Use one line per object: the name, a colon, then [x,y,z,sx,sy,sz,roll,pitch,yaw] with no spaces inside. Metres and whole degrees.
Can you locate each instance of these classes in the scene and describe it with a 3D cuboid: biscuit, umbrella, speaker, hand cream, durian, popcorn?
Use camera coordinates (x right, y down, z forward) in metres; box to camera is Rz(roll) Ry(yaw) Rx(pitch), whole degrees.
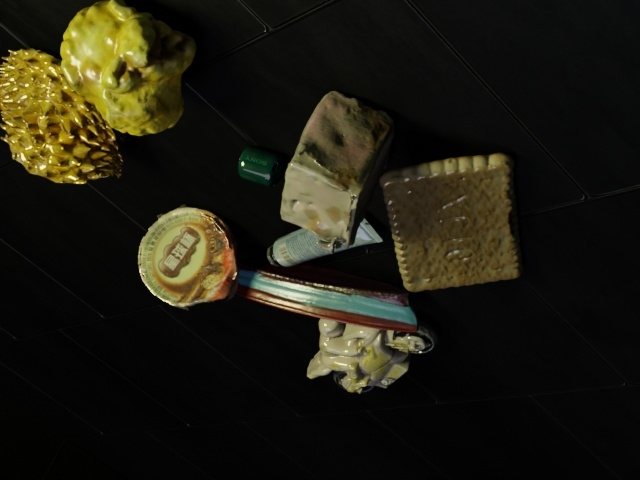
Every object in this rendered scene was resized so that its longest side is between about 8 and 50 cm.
biscuit: [0.222,-0.026,1.876,0.217,0.044,0.325,-7,142,10]
umbrella: [-0.361,-0.227,2.050,0.037,0.040,0.144,34,150,9]
speaker: [-0.104,-0.121,2.004,0.075,0.060,0.094,18,149,14]
hand cream: [0.000,0.000,2.128,0.271,0.058,0.091,-20,116,46]
durian: [-0.485,-0.242,2.043,0.305,0.185,0.196,42,130,8]
popcorn: [-0.295,-0.280,1.814,0.203,0.226,0.200,-30,168,13]

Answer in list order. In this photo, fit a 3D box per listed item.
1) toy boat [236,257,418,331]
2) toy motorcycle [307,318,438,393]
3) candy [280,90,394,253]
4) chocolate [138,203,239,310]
toy boat: [0.010,0.104,2.230,0.392,0.136,0.080,11,116,22]
toy motorcycle: [0.081,0.224,2.356,0.222,0.108,0.341,24,144,-15]
candy: [0.026,-0.108,1.801,0.137,0.195,0.185,21,148,8]
chocolate: [-0.244,0.045,2.280,0.221,0.221,0.147,15,172,16]
